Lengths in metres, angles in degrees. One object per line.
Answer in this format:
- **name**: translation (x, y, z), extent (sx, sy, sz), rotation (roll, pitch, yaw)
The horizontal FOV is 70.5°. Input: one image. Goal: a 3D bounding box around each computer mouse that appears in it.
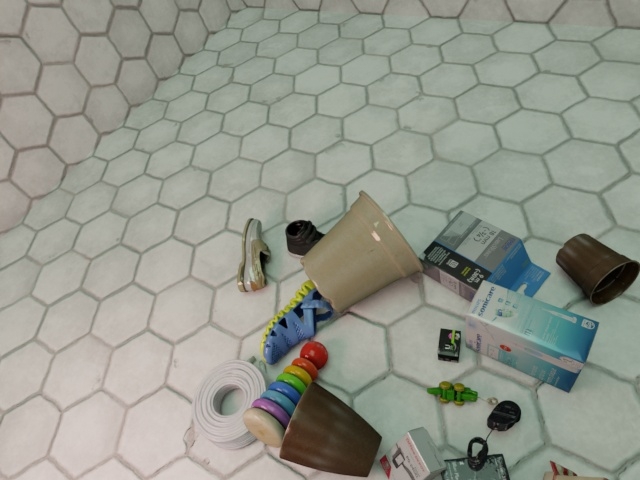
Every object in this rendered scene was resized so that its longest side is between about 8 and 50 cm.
- **computer mouse**: translation (0.443, 0.492, 1.152), extent (0.242, 0.041, 0.071), rotation (-28, 19, -37)

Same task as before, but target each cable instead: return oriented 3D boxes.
- **cable**: translation (-0.266, 0.497, 1.393), extent (0.257, 0.089, 0.257), rotation (-29, 51, -6)

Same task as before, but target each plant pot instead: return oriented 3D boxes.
- **plant pot**: translation (0.040, 0.529, 1.217), extent (0.230, 0.215, 0.215), rotation (21, 62, 14)
- **plant pot**: translation (0.114, 0.059, 1.484), extent (0.305, 0.334, 0.334), rotation (-37, 51, 2)
- **plant pot**: translation (0.804, 0.074, 1.338), extent (0.166, 0.167, 0.165), rotation (-27, 44, -4)

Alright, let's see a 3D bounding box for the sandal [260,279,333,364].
- **sandal**: translation (-0.071, 0.275, 1.483), extent (0.138, 0.126, 0.317), rotation (28, 67, 28)

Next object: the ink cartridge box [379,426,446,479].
- **ink cartridge box**: translation (0.231, 0.564, 1.147), extent (0.063, 0.151, 0.109), rotation (4, 39, -34)

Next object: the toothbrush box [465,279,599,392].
- **toothbrush box**: translation (0.557, 0.259, 1.232), extent (0.295, 0.216, 0.126), rotation (23, 63, 29)

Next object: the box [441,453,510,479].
- **box**: translation (0.382, 0.615, 1.098), extent (0.158, 0.093, 0.156), rotation (-11, 52, 8)

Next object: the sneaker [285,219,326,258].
- **sneaker**: translation (0.000, 0.000, 1.648), extent (0.295, 0.147, 0.105), rotation (4, 54, 18)

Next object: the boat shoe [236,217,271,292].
- **boat shoe**: translation (-0.239, 0.052, 1.715), extent (0.103, 0.113, 0.303), rotation (-5, 63, 13)

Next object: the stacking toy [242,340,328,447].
- **stacking toy**: translation (-0.078, 0.427, 1.334), extent (0.141, 0.141, 0.330), rotation (16, 44, 27)

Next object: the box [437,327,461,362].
- **box**: translation (0.385, 0.313, 1.351), extent (0.062, 0.052, 0.083), rotation (4, 57, 20)

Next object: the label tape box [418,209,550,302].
- **label tape box**: translation (0.524, 0.075, 1.453), extent (0.333, 0.106, 0.240), rotation (33, 70, 34)

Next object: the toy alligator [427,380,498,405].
- **toy alligator**: translation (0.396, 0.425, 1.266), extent (0.189, 0.056, 0.051), rotation (3, 15, 19)

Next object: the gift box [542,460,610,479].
- **gift box**: translation (0.564, 0.618, 0.922), extent (0.276, 0.258, 0.255), rotation (31, 66, 12)
